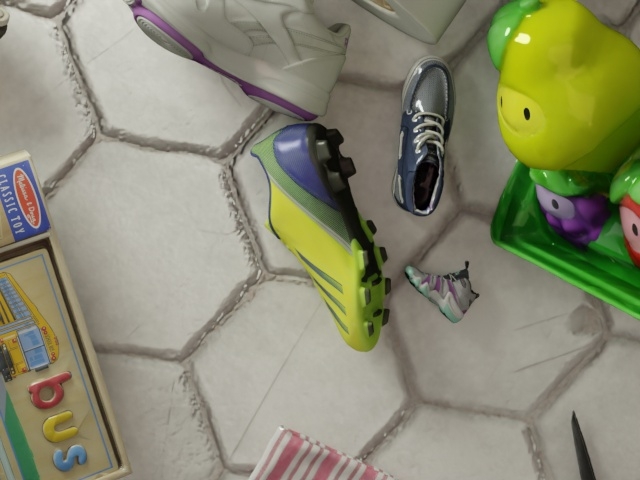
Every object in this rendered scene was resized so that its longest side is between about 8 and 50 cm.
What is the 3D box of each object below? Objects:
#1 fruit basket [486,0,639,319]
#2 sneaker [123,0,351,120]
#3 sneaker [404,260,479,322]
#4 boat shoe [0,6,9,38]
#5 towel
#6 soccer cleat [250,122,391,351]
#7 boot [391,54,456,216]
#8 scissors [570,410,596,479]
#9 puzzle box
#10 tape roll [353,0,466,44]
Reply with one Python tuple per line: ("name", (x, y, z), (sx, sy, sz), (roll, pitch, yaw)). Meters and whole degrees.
("fruit basket", (0.307, -0.092, 1.624), (0.392, 0.392, 0.283), (22, 95, -12))
("sneaker", (-0.097, -0.259, 1.658), (0.305, 0.114, 0.152), (28, 87, -32))
("sneaker", (0.153, 0.047, 1.793), (0.098, 0.038, 0.069), (43, 89, -22))
("boat shoe", (-0.511, -0.237, 1.610), (0.335, 0.112, 0.095), (8, 115, -5))
("towel", (0.001, 0.329, 1.815), (0.197, 0.029, 0.144), (27, 93, -12))
("soccer cleat", (0.000, -0.001, 1.747), (0.121, 0.093, 0.289), (-11, 107, 23))
("boot", (0.129, -0.122, 1.734), (0.069, 0.086, 0.190), (5, 98, -10))
("scissors", (0.364, 0.360, 1.886), (0.109, 0.021, 0.297), (-1, 98, -7))
("puzzle box", (-0.396, 0.129, 1.663), (0.272, 0.052, 0.409), (-21, 108, -16))
("tape roll", (0.075, -0.352, 1.609), (0.246, 0.246, 0.169), (34, 91, -13))
